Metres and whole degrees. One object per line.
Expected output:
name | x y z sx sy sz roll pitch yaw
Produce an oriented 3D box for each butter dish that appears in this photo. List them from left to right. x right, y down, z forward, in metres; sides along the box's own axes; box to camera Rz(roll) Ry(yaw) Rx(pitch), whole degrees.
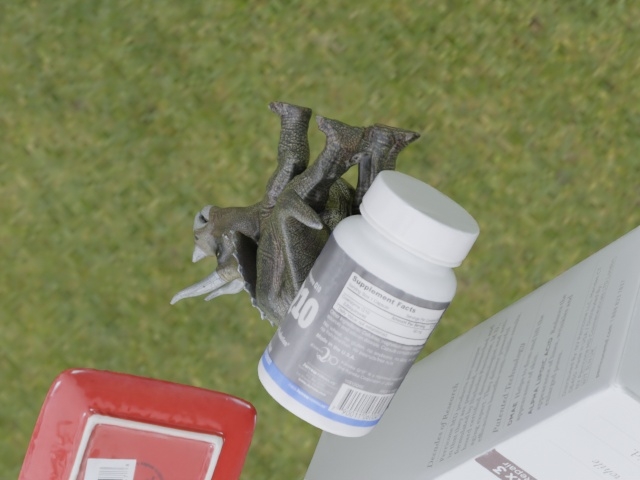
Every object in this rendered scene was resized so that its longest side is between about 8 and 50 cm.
butter dish | -0.150 0.160 1.270 0.118 0.160 0.160 34 108 60

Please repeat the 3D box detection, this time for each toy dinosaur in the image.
toy dinosaur | 0.000 0.000 1.126 0.121 0.313 0.160 11 97 -15

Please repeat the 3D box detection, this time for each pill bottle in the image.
pill bottle | 0.028 0.035 1.000 0.078 0.078 0.137 33 107 10

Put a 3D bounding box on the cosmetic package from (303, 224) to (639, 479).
cosmetic package | 0.165 0.168 1.230 0.217 0.156 0.385 36 137 -14
